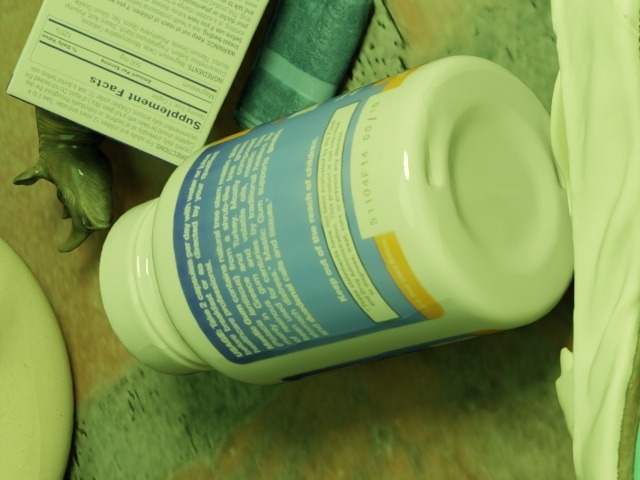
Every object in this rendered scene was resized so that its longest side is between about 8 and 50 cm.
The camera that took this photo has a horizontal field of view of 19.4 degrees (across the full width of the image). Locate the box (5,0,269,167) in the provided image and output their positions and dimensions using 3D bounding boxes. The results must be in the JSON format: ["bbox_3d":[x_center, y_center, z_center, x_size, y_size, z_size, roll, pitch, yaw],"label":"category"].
[{"bbox_3d":[-0.109,-0.133,1.155,0.072,0.126,0.137,-99,34,-73],"label":"box"}]

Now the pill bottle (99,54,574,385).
[{"bbox_3d":[0.000,0.000,1.074,0.272,0.152,0.152,-16,82,42],"label":"pill bottle"}]

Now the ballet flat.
[{"bbox_3d":[0.173,0.026,0.934,0.139,0.139,0.400,9,110,42],"label":"ballet flat"}]

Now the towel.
[{"bbox_3d":[-0.012,-0.112,1.162,0.067,0.029,0.119,39,117,33],"label":"towel"}]

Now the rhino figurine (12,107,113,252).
[{"bbox_3d":[-0.152,-0.107,1.262,0.106,0.073,0.243,23,109,35],"label":"rhino figurine"}]

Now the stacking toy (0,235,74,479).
[{"bbox_3d":[-0.428,0.102,1.422,0.480,0.351,0.350,15,103,58],"label":"stacking toy"}]
